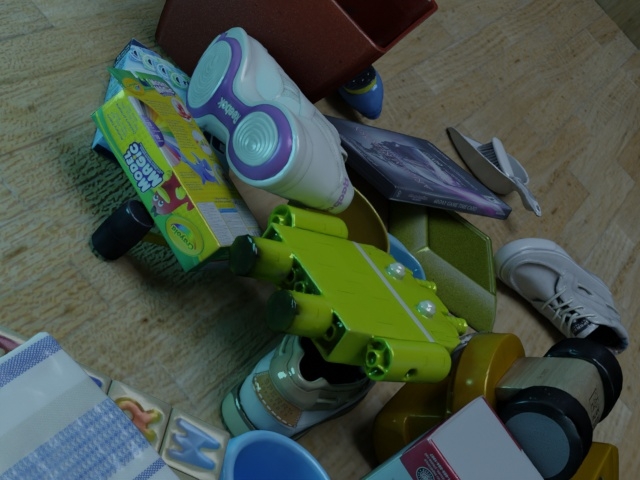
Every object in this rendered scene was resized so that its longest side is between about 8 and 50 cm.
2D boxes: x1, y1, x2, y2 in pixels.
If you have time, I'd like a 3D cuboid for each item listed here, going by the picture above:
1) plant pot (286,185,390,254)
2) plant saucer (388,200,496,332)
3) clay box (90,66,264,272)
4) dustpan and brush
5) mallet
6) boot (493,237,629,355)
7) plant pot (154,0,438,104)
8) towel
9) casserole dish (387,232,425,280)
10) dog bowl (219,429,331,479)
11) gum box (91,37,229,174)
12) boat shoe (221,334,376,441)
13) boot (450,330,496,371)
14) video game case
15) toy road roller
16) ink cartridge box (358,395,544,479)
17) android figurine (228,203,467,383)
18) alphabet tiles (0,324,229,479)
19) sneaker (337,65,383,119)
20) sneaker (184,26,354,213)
[{"bbox_3d":[0.000,0.000,1.418,0.134,0.095,0.134,33,33,-25],"label":"plant pot"},{"bbox_3d":[0.178,0.015,1.677,0.188,0.045,0.188,35,33,-22],"label":"plant saucer"},{"bbox_3d":[-0.150,-0.074,1.257,0.222,0.053,0.127,57,18,10],"label":"clay box"},{"bbox_3d":[0.298,-0.105,1.952,0.147,0.060,0.211,20,40,-39],"label":"dustpan and brush"},{"bbox_3d":[-0.161,0.008,1.273,0.189,0.062,0.039,27,32,-57],"label":"mallet"},{"bbox_3d":[0.362,0.088,1.776,0.258,0.095,0.123,22,32,-38],"label":"boot"},{"bbox_3d":[-0.050,-0.290,1.550,0.267,0.236,0.267,46,29,-2],"label":"plant pot"},{"bbox_3d":[-0.188,0.215,0.902,0.285,0.034,0.209,48,40,4],"label":"towel"},{"bbox_3d":[0.079,0.062,1.507,0.114,0.037,0.188,35,33,-22],"label":"casserole dish"},{"bbox_3d":[-0.019,0.299,1.072,0.166,0.074,0.297,-6,58,-54],"label":"dog bowl"},{"bbox_3d":[-0.174,-0.131,1.400,0.157,0.041,0.184,33,33,-24],"label":"gum box"},{"bbox_3d":[0.015,0.126,1.284,0.113,0.103,0.302,48,29,2],"label":"boat shoe"},{"bbox_3d":[0.245,0.219,1.506,0.189,0.076,0.208,11,49,-45],"label":"boot"},{"bbox_3d":[0.126,-0.103,1.706,0.274,0.026,0.196,9,28,-49],"label":"video game case"},{"bbox_3d":[0.195,0.261,1.318,0.202,0.240,0.330,-32,119,-60],"label":"toy road roller"},{"bbox_3d":[0.107,0.261,1.174,0.128,0.176,0.127,54,32,8],"label":"ink cartridge box"},{"bbox_3d":[0.040,0.058,1.235,0.273,0.056,0.248,12,30,-41],"label":"android figurine"},{"bbox_3d":[-0.197,0.217,0.926,0.342,0.011,0.285,28,44,-15],"label":"alphabet tiles"},{"bbox_3d":[0.041,-0.258,1.814,0.082,0.069,0.209,65,1,-47],"label":"sneaker"},{"bbox_3d":[-0.059,-0.128,1.371,0.152,0.114,0.305,29,21,-39],"label":"sneaker"}]
